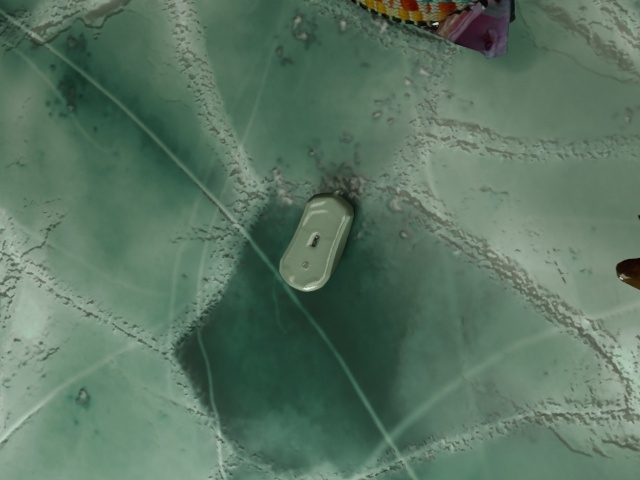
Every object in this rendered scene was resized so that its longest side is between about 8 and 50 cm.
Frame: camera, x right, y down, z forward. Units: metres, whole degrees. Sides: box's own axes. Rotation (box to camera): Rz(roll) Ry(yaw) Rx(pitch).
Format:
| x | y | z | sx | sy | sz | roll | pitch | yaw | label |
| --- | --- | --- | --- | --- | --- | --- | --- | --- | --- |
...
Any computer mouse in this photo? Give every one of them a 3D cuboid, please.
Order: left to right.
| x | y | z | sx | sy | sz | roll | pitch | yaw | label |
| --- | --- | --- | --- | --- | --- | --- | --- | --- | --- |
| 0.000 | 0.000 | 1.413 | 0.056 | 0.032 | 0.110 | 21 | 87 | 18 | computer mouse |

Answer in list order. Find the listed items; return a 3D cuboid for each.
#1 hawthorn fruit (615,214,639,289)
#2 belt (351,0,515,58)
| x | y | z | sx | sy | sz | roll | pitch | yaw | label |
| --- | --- | --- | --- | --- | --- | --- | --- | --- | --- |
| 0.414 | -0.034 | 1.137 | 0.295 | 0.295 | 0.311 | 32 | 113 | 18 | hawthorn fruit |
| 0.086 | -0.323 | 1.329 | 0.295 | 0.160 | 0.207 | 29 | 81 | 17 | belt |
